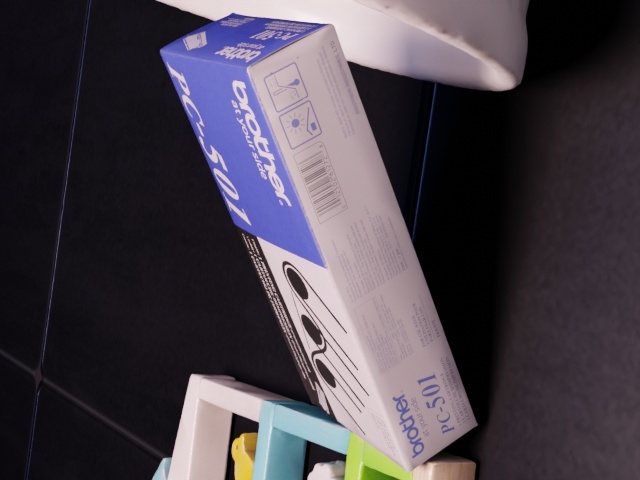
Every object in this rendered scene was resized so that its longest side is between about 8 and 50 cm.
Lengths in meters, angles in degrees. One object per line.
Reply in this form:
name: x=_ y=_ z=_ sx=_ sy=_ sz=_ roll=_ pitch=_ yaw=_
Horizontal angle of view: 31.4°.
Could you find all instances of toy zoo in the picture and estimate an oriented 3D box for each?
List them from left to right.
toy zoo: x=-0.027 y=0.188 z=0.655 sx=0.293 sy=0.030 sz=0.192 roll=6 pitch=90 yaw=56

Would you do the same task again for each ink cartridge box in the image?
ink cartridge box: x=0.000 y=0.000 z=0.528 sx=0.097 sy=0.046 sz=0.207 roll=24 pitch=140 yaw=59

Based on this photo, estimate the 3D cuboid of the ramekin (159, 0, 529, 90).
ramekin: x=-0.025 y=-0.172 z=0.504 sx=0.277 sy=0.277 sz=0.135 roll=23 pitch=97 yaw=55
